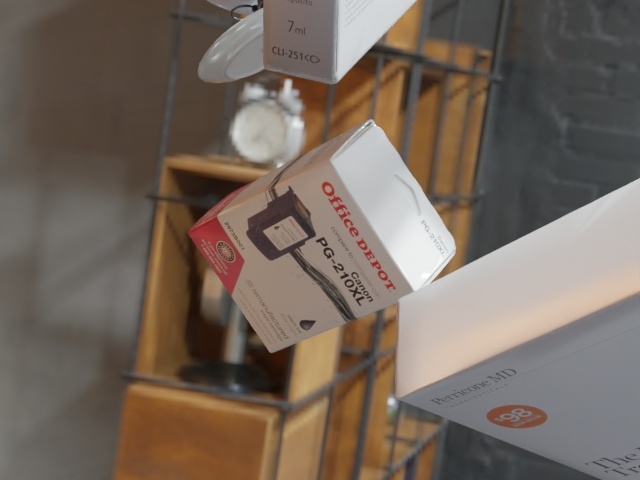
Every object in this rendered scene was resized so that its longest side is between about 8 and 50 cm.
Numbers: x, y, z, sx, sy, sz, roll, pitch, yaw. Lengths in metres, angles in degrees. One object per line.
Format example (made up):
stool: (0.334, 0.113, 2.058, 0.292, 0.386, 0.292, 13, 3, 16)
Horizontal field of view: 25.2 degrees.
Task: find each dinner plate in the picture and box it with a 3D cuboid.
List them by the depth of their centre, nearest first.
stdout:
dinner plate: (-0.061, -0.200, 1.463, 0.017, 0.141, 0.141, 56, 21, 12)

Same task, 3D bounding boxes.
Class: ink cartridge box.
ink cartridge box: (0.049, -0.293, 1.059, 0.066, 0.261, 0.296, 15, 35, 18)
ink cartridge box: (0.000, 0.000, 1.544, 0.237, 0.172, 0.100, -25, 14, 42)

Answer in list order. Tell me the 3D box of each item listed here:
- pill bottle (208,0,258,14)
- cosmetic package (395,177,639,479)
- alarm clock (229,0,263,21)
pill bottle: (-0.085, -0.565, 2.156, 0.229, 0.408, 0.229, 5, 43, -4)
cosmetic package: (0.282, 0.063, 1.034, 0.284, 0.097, 0.377, 26, -38, -31)
alarm clock: (-0.037, -0.328, 1.901, 0.192, 0.064, 0.129, -17, -21, 25)
